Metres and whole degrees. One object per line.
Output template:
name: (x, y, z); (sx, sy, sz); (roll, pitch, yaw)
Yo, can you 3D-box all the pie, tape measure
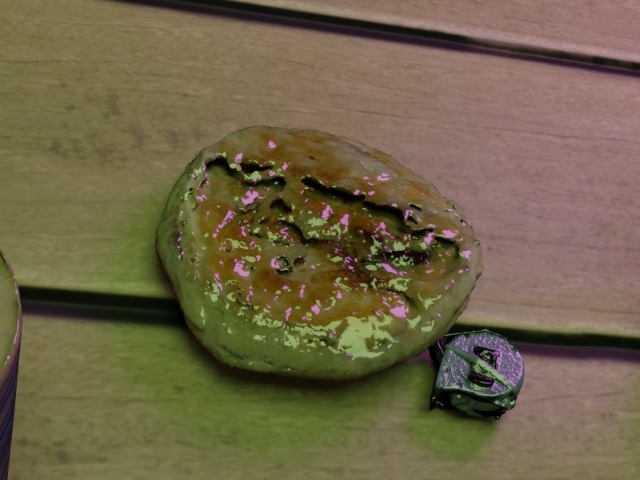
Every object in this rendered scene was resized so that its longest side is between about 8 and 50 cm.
pie: (0.000, 0.000, 1.099); (0.339, 0.077, 0.339); (8, 47, -9)
tape measure: (0.153, 0.131, 1.081); (0.094, 0.054, 0.091); (5, 53, -3)

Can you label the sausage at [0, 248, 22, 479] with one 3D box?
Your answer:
sausage: (-0.336, 0.119, 0.790); (0.233, 0.287, 0.233); (8, 55, -12)
